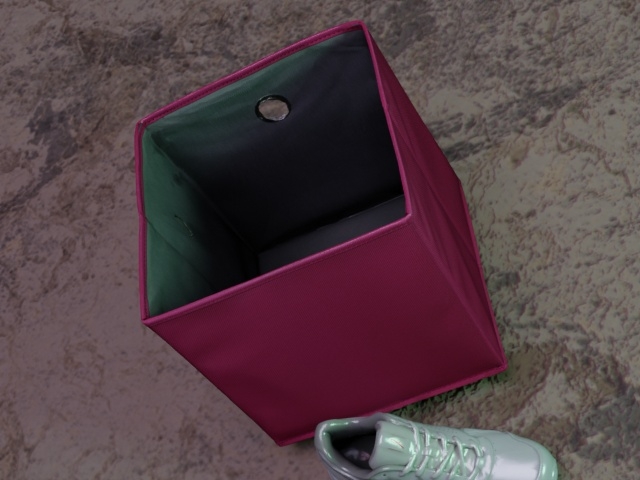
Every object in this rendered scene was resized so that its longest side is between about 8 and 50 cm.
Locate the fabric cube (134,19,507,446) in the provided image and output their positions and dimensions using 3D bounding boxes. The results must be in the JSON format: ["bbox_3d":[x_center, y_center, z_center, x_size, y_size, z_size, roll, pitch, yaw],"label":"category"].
[{"bbox_3d":[0.000,0.000,1.102,0.254,0.258,0.259,-23,49,16],"label":"fabric cube"}]

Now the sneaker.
[{"bbox_3d":[0.095,0.203,1.050,0.232,0.115,0.090,-3,63,26],"label":"sneaker"}]
